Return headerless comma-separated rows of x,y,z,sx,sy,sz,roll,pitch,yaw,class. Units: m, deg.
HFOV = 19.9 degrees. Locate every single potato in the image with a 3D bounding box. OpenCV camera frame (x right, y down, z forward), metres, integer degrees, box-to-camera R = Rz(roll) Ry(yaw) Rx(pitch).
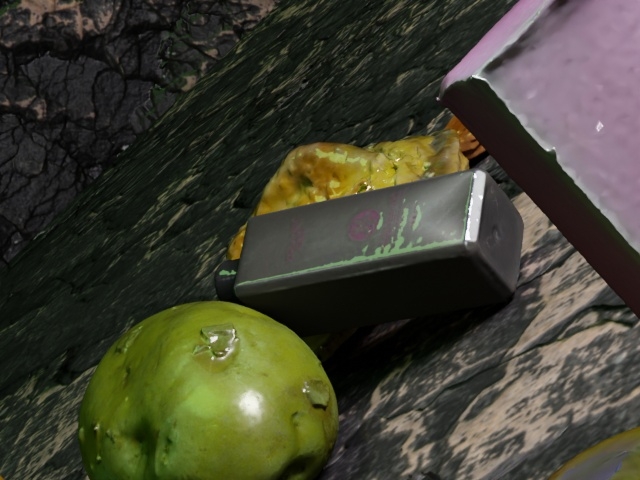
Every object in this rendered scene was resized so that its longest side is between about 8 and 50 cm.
-0.085,0.136,1.356,0.186,0.148,0.253,-57,24,3,potato

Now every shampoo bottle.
0.029,0.015,1.381,0.246,0.079,0.080,-12,50,31,shampoo bottle

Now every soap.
0.210,-0.044,0.915,0.181,0.259,0.081,-46,9,-10,soap

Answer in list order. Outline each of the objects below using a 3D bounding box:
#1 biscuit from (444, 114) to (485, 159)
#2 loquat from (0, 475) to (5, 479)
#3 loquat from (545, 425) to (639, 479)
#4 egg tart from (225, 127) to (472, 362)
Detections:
0.194,-0.132,1.604,0.186,0.036,0.192,-46,16,-6,biscuit
-0.347,0.278,1.452,0.263,0.263,0.263,-38,16,13,loquat
0.144,0.151,0.762,0.195,0.152,0.152,-44,13,22,loquat
0.000,0.000,1.567,0.297,0.132,0.297,-43,17,17,egg tart
